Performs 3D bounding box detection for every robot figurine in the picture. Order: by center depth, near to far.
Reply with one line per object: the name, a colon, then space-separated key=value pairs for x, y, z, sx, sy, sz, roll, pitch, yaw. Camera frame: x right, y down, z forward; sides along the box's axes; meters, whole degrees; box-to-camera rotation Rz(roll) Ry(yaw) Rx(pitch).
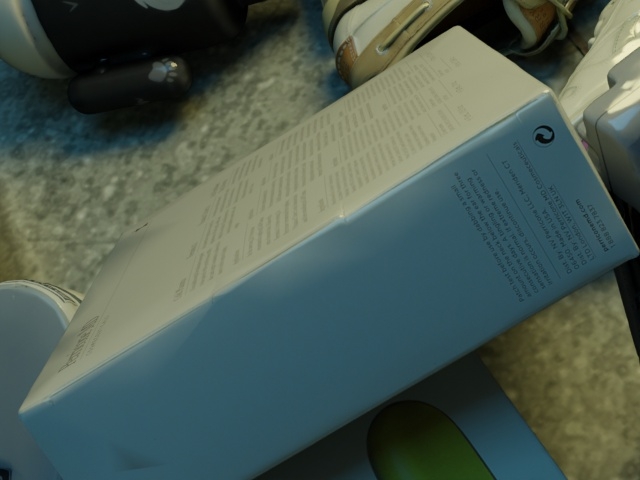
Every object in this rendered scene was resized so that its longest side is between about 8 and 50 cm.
robot figurine: x=-0.164 y=-0.234 z=1.163 sx=0.278 sy=0.173 sz=0.209 roll=-12 pitch=34 yaw=12

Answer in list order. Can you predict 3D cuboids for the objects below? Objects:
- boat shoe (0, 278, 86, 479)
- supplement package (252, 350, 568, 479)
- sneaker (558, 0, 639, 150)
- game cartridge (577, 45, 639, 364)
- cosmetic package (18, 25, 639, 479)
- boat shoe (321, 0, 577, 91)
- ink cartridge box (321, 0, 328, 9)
boat shoe: x=-0.187 y=0.210 z=0.867 sx=0.136 sy=0.156 sz=0.367 roll=6 pitch=86 yaw=19
supplement package: x=0.067 y=0.223 z=0.712 sx=0.199 sy=0.198 sz=0.262 roll=-31 pitch=50 yaw=-3
sneaker: x=0.236 y=-0.109 z=0.978 sx=0.305 sy=0.114 sz=0.152 roll=-43 pitch=26 yaw=-8
game cartridge: x=0.251 y=-0.026 z=0.766 sx=0.196 sy=0.294 sz=0.060 roll=-40 pitch=49 yaw=-11
cosmetic package: x=0.000 y=0.000 z=0.796 sx=0.284 sy=0.097 sz=0.377 roll=-29 pitch=12 yaw=6
boat shoe: x=0.152 y=-0.192 z=1.057 sx=0.302 sy=0.113 sz=0.103 roll=-28 pitch=51 yaw=13
ink cartridge box: x=0.113 y=-0.344 z=1.162 sx=0.296 sy=0.066 sz=0.261 roll=-17 pitch=66 yaw=5
